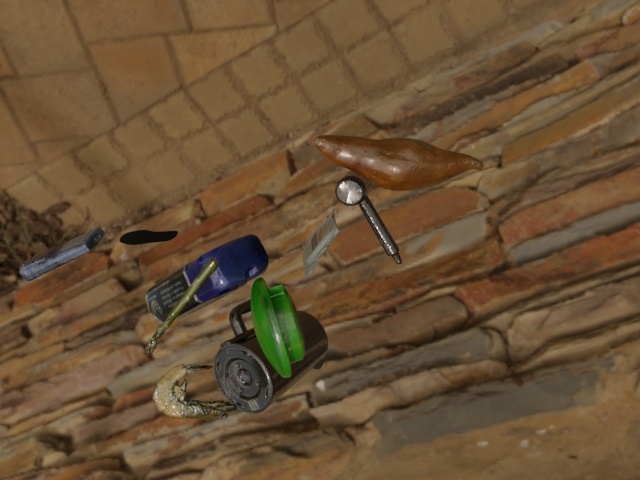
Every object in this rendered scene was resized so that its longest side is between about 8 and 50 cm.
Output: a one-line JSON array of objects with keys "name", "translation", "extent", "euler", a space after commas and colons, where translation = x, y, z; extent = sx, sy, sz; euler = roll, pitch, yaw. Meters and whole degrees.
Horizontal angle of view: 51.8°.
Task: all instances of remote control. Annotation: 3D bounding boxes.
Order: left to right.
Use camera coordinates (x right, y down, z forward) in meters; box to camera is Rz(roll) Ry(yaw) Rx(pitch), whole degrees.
[{"name": "remote control", "translation": [-0.366, 0.021, 0.923], "extent": [0.153, 0.043, 0.027], "euler": [-20, 112, 26]}]

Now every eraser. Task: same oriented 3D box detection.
[{"name": "eraser", "translation": [-0.264, 0.093, 1.481], "extent": [0.155, 0.101, 0.332], "euler": [-24, 176, -42]}]

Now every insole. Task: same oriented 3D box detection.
[{"name": "insole", "translation": [-0.361, -0.008, 1.390], "extent": [0.053, 0.002, 0.153], "euler": [-44, 158, 30]}]

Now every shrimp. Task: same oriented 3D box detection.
[{"name": "shrimp", "translation": [-0.316, 0.390, 1.691], "extent": [0.217, 0.051, 0.150], "euler": [10, 95, -15]}]

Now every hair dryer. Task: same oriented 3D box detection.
[{"name": "hair dryer", "translation": [0.118, -0.044, 1.519], "extent": [0.071, 0.114, 0.248], "euler": [-26, 97, 18]}]

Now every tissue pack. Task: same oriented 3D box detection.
[{"name": "tissue pack", "translation": [0.000, 0.000, 1.465], "extent": [0.026, 0.193, 0.122], "euler": [36, 103, -12]}]

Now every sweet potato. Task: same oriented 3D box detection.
[{"name": "sweet potato", "translation": [0.164, -0.158, 1.371], "extent": [0.360, 0.112, 0.112], "euler": [2, 136, -4]}]

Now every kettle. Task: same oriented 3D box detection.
[{"name": "kettle", "translation": [-0.152, 0.313, 1.891], "extent": [0.262, 0.308, 0.203], "euler": [38, 123, 18]}]

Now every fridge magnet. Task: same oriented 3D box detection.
[{"name": "fridge magnet", "translation": [-0.088, 0.173, 1.326], "extent": [0.088, 0.208, 0.208], "euler": [-15, 137, -9]}]

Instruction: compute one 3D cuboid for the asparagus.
[{"name": "asparagus", "translation": [-0.267, 0.129, 1.242], "extent": [0.025, 0.024, 0.248], "euler": [31, 107, -27]}]
